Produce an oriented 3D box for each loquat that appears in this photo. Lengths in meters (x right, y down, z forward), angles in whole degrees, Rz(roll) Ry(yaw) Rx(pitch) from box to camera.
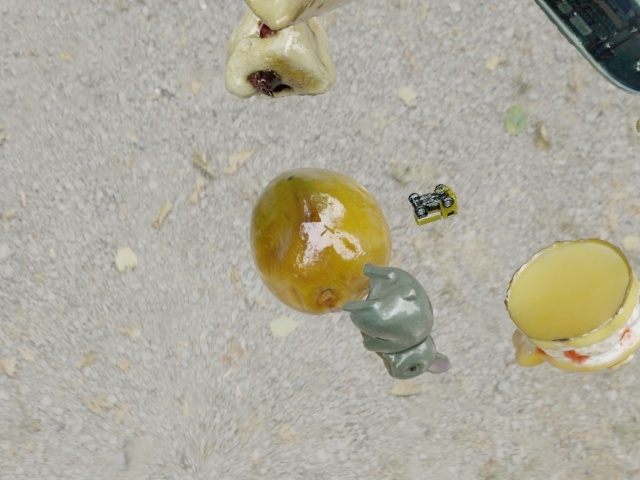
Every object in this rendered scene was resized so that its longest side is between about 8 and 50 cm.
[{"bbox_3d":[0.000,0.000,1.787,0.276,0.276,0.284,-29,56,-14],"label":"loquat"}]

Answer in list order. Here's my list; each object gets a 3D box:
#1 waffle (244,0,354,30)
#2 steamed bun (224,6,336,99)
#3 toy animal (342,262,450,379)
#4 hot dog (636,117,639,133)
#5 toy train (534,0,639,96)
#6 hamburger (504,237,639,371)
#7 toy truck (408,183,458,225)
[{"bbox_3d":[0.102,-0.287,0.568,0.077,0.348,0.304,46,30,1],"label":"waffle"},{"bbox_3d":[-0.074,-0.277,1.372,0.155,0.141,0.172,-26,49,18],"label":"steamed bun"},{"bbox_3d":[0.125,0.145,1.341,0.108,0.138,0.236,-51,124,-32],"label":"toy animal"},{"bbox_3d":[0.705,-0.254,1.886,0.078,0.169,0.061,-10,97,-10],"label":"hot dog"},{"bbox_3d":[0.246,-0.308,0.962,0.407,0.086,0.088,40,40,-27],"label":"toy train"},{"bbox_3d":[0.517,0.155,1.869,0.302,0.186,0.261,-28,37,13],"label":"hamburger"},{"bbox_3d":[0.205,-0.062,1.639,0.083,0.054,0.049,-18,40,-1],"label":"toy truck"}]
